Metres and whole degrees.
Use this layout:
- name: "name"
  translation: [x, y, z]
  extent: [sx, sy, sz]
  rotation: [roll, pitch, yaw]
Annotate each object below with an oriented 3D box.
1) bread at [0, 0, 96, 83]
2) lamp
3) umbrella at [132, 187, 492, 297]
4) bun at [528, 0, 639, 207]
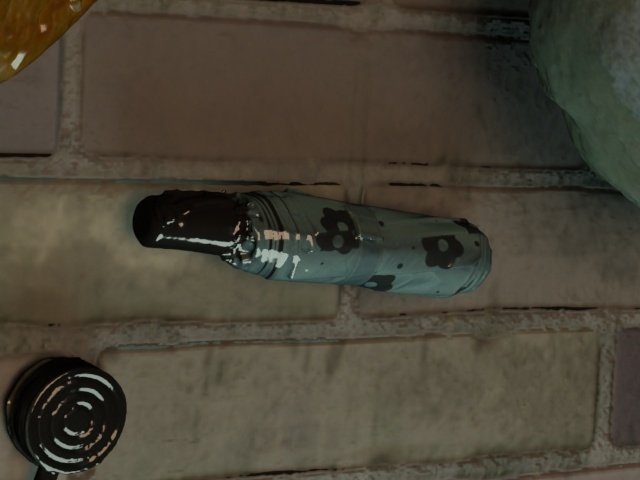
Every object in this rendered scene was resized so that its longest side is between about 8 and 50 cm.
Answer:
- name: "bread"
  translation: [-0.179, -0.209, 0.898]
  extent: [0.246, 0.176, 0.195]
  rotation: [-49, 152, -29]
- name: "lamp"
  translation: [-0.176, 0.254, 1.005]
  extent: [0.130, 0.108, 0.371]
  rotation: [34, 79, -33]
- name: "umbrella"
  translation: [-0.001, 0.001, 1.110]
  extent: [0.250, 0.052, 0.053]
  rotation: [5, 128, -32]
- name: "bun"
  translation: [0.293, -0.157, 1.169]
  extent: [0.362, 0.211, 0.362]
  rotation: [-3, 96, -28]
